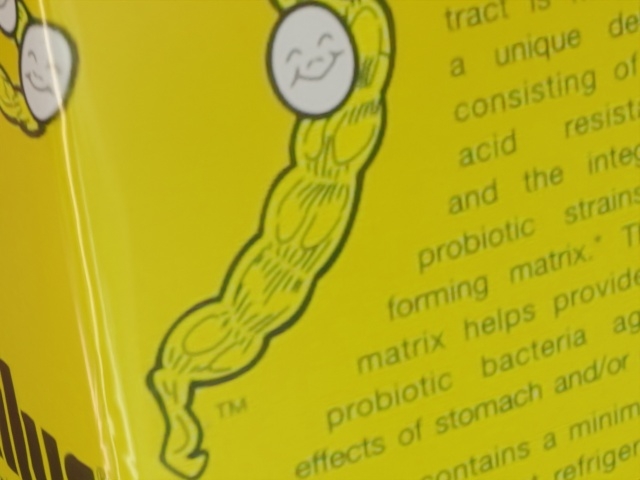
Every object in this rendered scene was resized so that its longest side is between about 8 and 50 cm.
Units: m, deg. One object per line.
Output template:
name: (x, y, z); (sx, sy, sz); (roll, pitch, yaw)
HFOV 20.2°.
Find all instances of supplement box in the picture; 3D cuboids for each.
supplement box: (0.000, 0.000, 0.459); (0.194, 0.195, 0.357); (26, -52, 59)
